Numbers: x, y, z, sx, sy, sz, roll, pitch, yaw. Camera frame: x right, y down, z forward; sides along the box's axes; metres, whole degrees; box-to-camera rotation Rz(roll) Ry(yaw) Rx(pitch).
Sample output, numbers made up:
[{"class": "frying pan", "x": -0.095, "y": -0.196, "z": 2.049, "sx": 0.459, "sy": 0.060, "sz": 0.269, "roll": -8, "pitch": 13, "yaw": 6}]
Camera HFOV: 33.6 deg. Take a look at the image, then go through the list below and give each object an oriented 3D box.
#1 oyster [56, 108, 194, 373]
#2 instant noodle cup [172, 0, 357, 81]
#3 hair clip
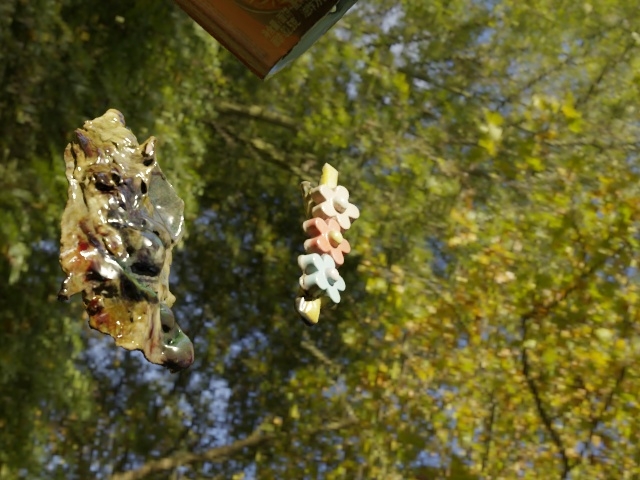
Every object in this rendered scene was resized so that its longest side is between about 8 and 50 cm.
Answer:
[{"class": "oyster", "x": -0.230, "y": -0.010, "z": 1.353, "sx": 0.096, "sy": 0.221, "sz": 0.361, "roll": -19, "pitch": -131, "yaw": 15}, {"class": "instant noodle cup", "x": -0.035, "y": -0.229, "z": 0.706, "sx": 0.230, "sy": 0.182, "sz": 0.230, "roll": -41, "pitch": -175, "yaw": 5}, {"class": "hair clip", "x": 0.005, "y": -0.004, "z": 1.069, "sx": 0.056, "sy": 0.062, "sz": 0.214, "roll": -35, "pitch": -147, "yaw": 26}]
